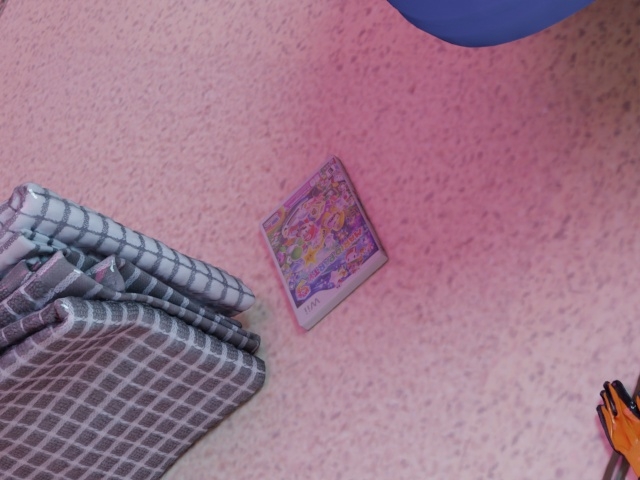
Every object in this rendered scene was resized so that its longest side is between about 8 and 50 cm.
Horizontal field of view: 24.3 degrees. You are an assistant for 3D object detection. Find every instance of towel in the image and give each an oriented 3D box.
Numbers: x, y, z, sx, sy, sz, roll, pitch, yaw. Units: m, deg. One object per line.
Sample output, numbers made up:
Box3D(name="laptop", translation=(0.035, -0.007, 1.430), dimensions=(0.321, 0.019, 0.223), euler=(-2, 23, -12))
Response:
Box3D(name="towel", translation=(-0.204, 0.115, 1.119), dimensions=(0.283, 0.235, 0.121), euler=(-40, 47, 21))

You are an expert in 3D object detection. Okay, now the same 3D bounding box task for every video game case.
Box3D(name="video game case", translation=(0.000, 0.000, 1.156), dimensions=(0.087, 0.011, 0.122), euler=(-42, 43, 17))

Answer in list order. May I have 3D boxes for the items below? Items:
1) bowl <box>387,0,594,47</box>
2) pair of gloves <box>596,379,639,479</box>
Box3D(name="bowl", translation=(0.134, -0.303, 0.850), dimensions=(0.391, 0.077, 0.391), euler=(-42, 34, 39))
Box3D(name="pair of gloves", translation=(0.206, 0.097, 0.890), dimensions=(0.083, 0.010, 0.074), euler=(-39, 42, 17))
